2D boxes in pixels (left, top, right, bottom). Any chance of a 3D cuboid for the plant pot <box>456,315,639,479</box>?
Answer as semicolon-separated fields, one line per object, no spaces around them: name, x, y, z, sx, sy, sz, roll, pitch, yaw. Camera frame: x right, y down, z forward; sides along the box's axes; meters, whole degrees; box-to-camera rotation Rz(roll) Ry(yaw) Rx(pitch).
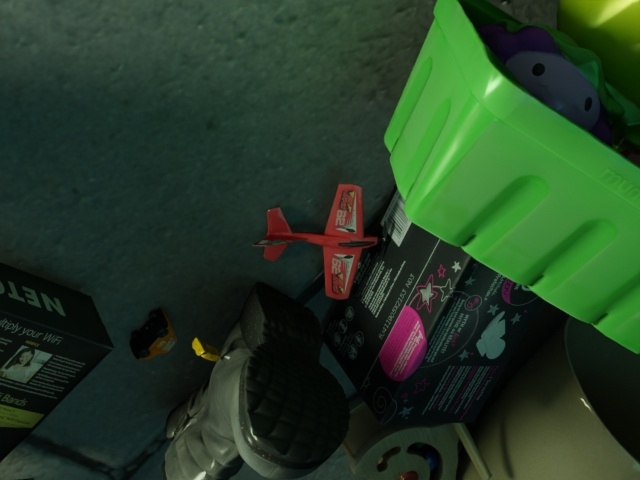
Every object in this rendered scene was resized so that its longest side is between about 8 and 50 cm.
plant pot;0.310;0.270;1.551;0.257;0.256;0.274;20;131;-38

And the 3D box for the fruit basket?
fruit basket;0.283;-0.134;1.086;0.392;0.283;0.392;-2;121;-4

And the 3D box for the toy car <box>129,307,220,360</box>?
toy car;-0.153;0.118;1.252;0.041;0.122;0.060;30;90;-43

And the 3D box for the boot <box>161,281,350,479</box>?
boot;-0.080;0.203;1.211;0.118;0.338;0.222;32;105;-10

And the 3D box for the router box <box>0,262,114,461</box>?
router box;-0.389;0.116;1.105;0.243;0.081;0.309;-43;142;15

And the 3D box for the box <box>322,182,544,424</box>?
box;0.133;0.063;1.320;0.142;0.163;0.247;6;121;-34

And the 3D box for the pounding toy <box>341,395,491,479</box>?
pounding toy;0.110;0.284;1.487;0.154;0.155;0.269;-20;132;-19

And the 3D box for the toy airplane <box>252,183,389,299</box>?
toy airplane;0.000;0.000;1.275;0.151;0.028;0.151;-5;124;-7

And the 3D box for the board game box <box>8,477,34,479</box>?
board game box;-0.381;0.324;1.313;0.194;0.060;0.194;-2;136;-31
